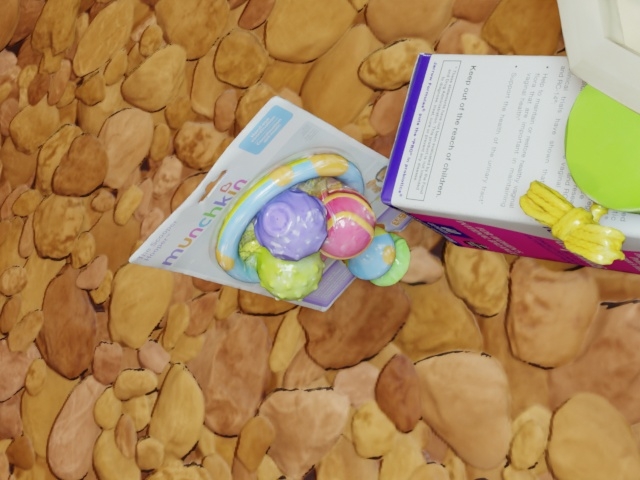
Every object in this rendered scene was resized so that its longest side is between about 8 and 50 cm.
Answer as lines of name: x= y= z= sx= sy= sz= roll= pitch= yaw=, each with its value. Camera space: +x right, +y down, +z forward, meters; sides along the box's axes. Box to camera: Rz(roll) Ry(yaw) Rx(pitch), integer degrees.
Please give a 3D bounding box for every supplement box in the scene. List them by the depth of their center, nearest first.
supplement box: x=0.167 y=-0.048 z=0.643 sx=0.220 sy=0.111 sz=0.114 roll=8 pitch=78 yaw=40

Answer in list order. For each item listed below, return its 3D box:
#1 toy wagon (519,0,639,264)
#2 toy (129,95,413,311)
toy wagon: x=0.213 y=-0.144 z=0.499 sx=0.267 sy=0.068 sz=0.344 roll=44 pitch=117 yaw=41
toy: x=0.000 y=0.000 z=0.676 sx=0.137 sy=0.237 sz=0.056 roll=-47 pitch=64 yaw=14
